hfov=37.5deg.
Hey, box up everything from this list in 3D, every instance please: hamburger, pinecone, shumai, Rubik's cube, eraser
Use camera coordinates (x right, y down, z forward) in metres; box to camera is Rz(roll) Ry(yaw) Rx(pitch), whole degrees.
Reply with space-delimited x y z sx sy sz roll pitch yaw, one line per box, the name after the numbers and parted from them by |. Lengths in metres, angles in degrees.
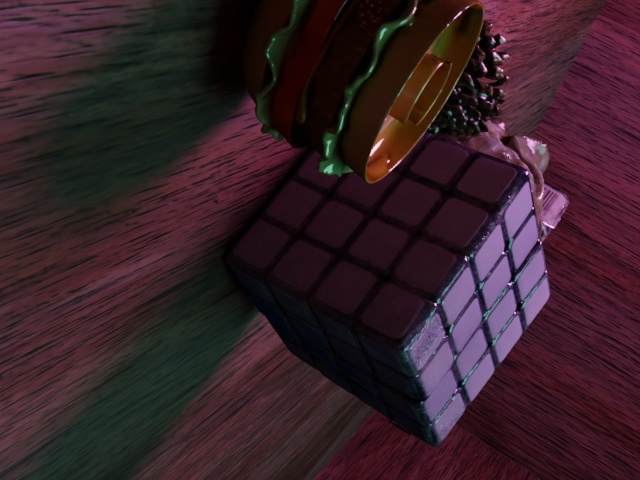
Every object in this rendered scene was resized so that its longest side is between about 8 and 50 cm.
0.033 -0.215 1.052 0.274 0.212 0.274 -52 167 -17 | hamburger
0.244 -0.286 1.678 0.179 0.184 0.204 28 68 -52 | pinecone
0.308 -0.124 2.027 0.395 0.395 0.348 105 1 -48 | shumai
0.120 0.053 1.469 0.343 0.345 0.337 -51 147 -19 | Rubik's cube
0.417 -0.120 2.240 0.155 0.332 0.101 -46 162 -40 | eraser
